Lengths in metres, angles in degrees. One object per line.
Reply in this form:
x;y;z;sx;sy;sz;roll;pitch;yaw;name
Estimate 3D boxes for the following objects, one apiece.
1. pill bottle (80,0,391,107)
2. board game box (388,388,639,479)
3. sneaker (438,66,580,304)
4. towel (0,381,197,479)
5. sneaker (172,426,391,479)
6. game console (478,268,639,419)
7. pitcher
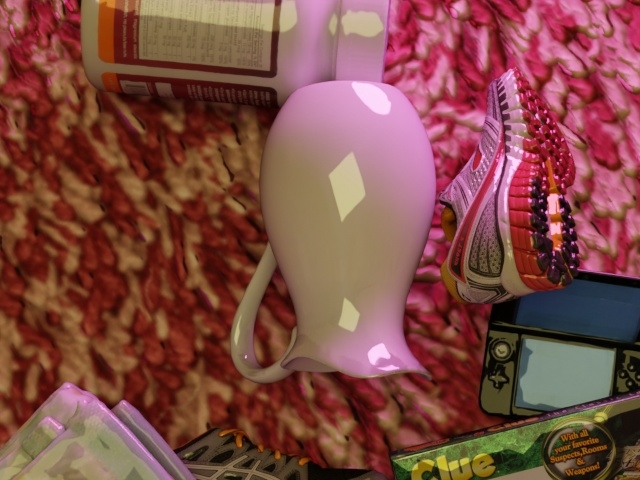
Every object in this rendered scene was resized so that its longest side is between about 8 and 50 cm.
-0.060;-0.163;1.062;0.221;0.121;0.121;5;78;3;pill bottle
0.190;0.186;1.011;0.259;0.030;0.136;-13;94;-1;board game box
0.125;-0.043;1.011;0.093;0.225;0.088;-22;121;26;sneaker
-0.150;0.323;0.913;0.320;0.090;0.374;-42;79;-4;towel
-0.055;0.173;1.013;0.215;0.084;0.083;-2;72;2;sneaker
0.182;0.079;1.027;0.122;0.071;0.107;8;78;5;game console
0.000;0.000;1.018;0.178;0.125;0.207;-8;79;39;pitcher
